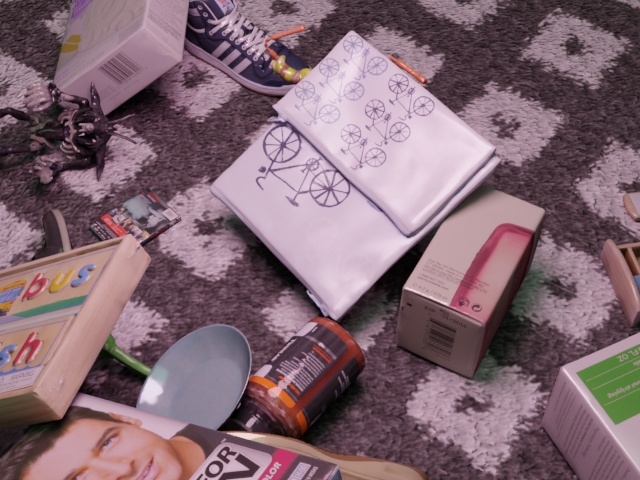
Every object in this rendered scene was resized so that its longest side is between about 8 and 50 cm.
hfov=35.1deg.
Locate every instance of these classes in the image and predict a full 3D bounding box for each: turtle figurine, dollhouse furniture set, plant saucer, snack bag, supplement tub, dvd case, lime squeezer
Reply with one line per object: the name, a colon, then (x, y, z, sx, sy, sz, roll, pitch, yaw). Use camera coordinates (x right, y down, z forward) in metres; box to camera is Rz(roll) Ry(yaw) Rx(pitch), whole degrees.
turtle figurine: (0.032, -0.224, 1.639, 0.269, 0.217, 0.087, 14, 52, 10)
dollhouse furniture set: (0.538, -0.065, 1.462, 0.198, 0.303, 0.286, -7, 52, -7)
plant saucer: (-0.162, 0.203, 1.351, 0.195, 0.037, 0.195, -24, 41, 22)
snack bag: (0.034, -0.102, 1.485, 0.342, 0.037, 0.323, -44, 66, -1)
supplement tub: (-0.037, 0.201, 1.371, 0.106, 0.106, 0.198, 33, 58, 24)
dvd case: (-0.295, -0.028, 1.611, 0.119, 0.013, 0.087, -38, 61, -25)
lime squeezer: (-0.352, 0.182, 1.429, 0.310, 0.059, 0.110, -6, 82, -7)

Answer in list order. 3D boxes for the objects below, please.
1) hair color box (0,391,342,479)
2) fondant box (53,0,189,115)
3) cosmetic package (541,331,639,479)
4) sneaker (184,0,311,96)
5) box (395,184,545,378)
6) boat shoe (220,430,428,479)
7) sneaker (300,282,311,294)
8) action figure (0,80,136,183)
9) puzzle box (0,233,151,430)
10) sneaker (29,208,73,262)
hair color box: (-0.173, 0.291, 1.061, 0.374, 0.113, 0.185, 8, 37, 31)
fondant box: (-0.341, -0.390, 1.768, 0.238, 0.096, 0.330, -28, 43, 30)
cosmetic package: (0.465, 0.303, 1.262, 0.197, 0.155, 0.365, -21, 53, -18)
sneaker: (-0.138, -0.368, 1.794, 0.282, 0.153, 0.099, 28, 57, 20)
box: (0.217, 0.054, 1.463, 0.127, 0.148, 0.232, 24, 55, 17)
boat shoe: (-0.032, 0.316, 1.247, 0.341, 0.121, 0.110, 11, 59, -6)
sneaker: (0.000, 0.000, 1.551, 0.087, 0.083, 0.221, -10, 54, -15)
action figure: (-0.445, -0.172, 1.636, 0.275, 0.164, 0.141, -4, 8, 2)
puzzle box: (-0.430, 0.135, 1.303, 0.409, 0.052, 0.272, -15, 35, 30)
sneaker: (-0.422, 0.049, 1.504, 0.118, 0.083, 0.222, -13, 54, -10)
